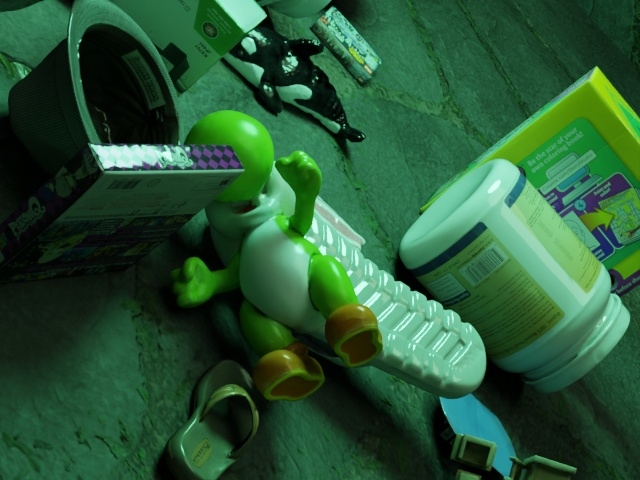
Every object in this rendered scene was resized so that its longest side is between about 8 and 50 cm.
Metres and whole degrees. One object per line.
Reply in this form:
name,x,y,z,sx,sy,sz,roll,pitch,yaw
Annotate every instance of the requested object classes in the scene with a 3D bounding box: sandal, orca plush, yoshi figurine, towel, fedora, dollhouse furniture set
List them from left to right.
fedora,-0.266,-0.147,1.517,0.275,0.124,0.244,-5,82,-71
sandal,-0.107,0.196,1.455,0.090,0.060,0.219,49,24,-5
yoshi figurine,-0.073,-0.008,1.551,0.203,0.203,0.362,-9,59,-29
orca plush,-0.026,-0.258,2.055,0.287,0.102,0.151,42,30,-17
towel,0.000,0.000,1.873,0.144,0.029,0.197,45,29,-14
sandal,0.022,0.094,1.728,0.416,0.102,0.169,34,45,-5
dollhouse furniture set,0.232,0.369,1.766,0.160,0.182,0.101,18,-12,4

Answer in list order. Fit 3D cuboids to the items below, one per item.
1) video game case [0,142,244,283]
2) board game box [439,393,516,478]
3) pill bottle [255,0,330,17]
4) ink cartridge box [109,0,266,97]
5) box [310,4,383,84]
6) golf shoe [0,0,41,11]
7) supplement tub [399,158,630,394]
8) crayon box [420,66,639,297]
video game case,-0.222,-0.029,1.394,0.232,0.210,0.042,-6,63,-57
board game box,0.211,0.270,1.867,0.168,0.033,0.133,42,23,-21
pill bottle,-0.135,-0.486,2.046,0.363,0.210,0.210,18,43,-45
ink cartridge box,-0.199,-0.272,1.712,0.153,0.208,0.087,46,32,-8
box,0.047,-0.346,2.341,0.137,0.027,0.094,47,30,-8
golf shoe,-0.331,-0.319,1.499,0.140,0.306,0.115,-29,111,-69
supplement tub,0.299,0.058,2.031,0.316,0.228,0.228,48,29,-8
crayon box,0.399,-0.046,2.153,0.313,0.363,0.106,51,28,-2
